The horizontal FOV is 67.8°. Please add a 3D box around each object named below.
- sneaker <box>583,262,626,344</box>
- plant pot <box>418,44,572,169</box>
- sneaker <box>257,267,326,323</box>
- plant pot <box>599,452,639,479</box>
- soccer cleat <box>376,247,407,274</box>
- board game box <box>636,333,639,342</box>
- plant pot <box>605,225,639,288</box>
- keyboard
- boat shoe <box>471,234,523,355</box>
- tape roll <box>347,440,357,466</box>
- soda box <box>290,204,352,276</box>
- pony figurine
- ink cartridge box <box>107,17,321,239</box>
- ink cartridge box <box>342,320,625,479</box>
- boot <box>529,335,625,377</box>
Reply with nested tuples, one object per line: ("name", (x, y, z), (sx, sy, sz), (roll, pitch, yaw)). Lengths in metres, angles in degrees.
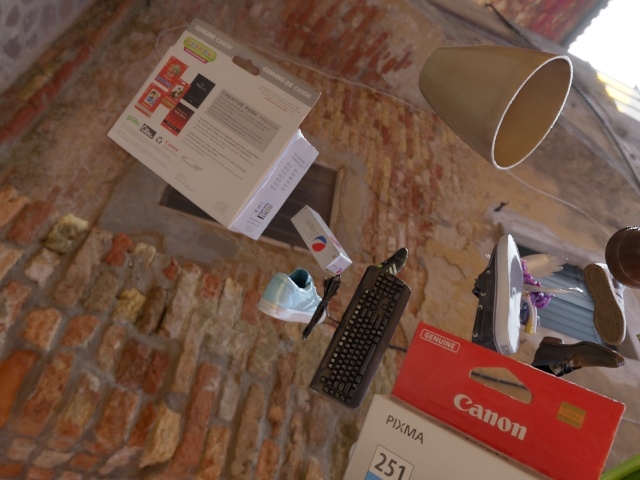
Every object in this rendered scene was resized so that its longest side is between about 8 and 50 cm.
("sneaker", (1.017, 0.213, 1.662), (0.099, 0.153, 0.282), (-21, -104, 50))
("plant pot", (0.369, -0.338, 1.093), (0.274, 0.257, 0.256), (42, -63, 35))
("sneaker", (-0.051, 0.168, 1.481), (0.150, 0.135, 0.366), (-64, 158, 3))
("plant pot", (0.454, 0.474, 0.631), (0.228, 0.207, 0.227), (-43, -176, 18))
("soccer cleat", (0.237, 0.094, 1.668), (0.178, 0.072, 0.060), (-54, -153, 8))
("board game box", (0.953, 0.349, 1.238), (0.124, 0.039, 0.259), (-29, -108, 26))
("plant pot", (0.829, 0.034, 1.171), (0.165, 0.167, 0.166), (82, 27, -83))
("keyboard", (0.062, 0.197, 1.089), (0.317, 0.202, 0.033), (-62, 167, -17))
("boat shoe", (0.292, 0.088, 0.803), (0.076, 0.080, 0.228), (-13, -133, 37))
("tape roll", (0.198, 0.722, 1.414), (0.246, 0.246, 0.169), (-125, -141, -74))
("soda box", (0.000, 0.000, 1.364), (0.069, 0.074, 0.216), (-42, -127, 10))
("pony figurine", (0.814, 0.195, 1.913), (0.302, 0.351, 0.363), (-72, 164, -65))
("ink cartridge box", (-0.172, -0.201, 0.862), (0.271, 0.309, 0.130), (-54, 163, 2))
("ink cartridge box", (0.206, 0.278, 0.643), (0.296, 0.066, 0.261), (19, -96, 34))
("boot", (0.632, 0.310, 1.190), (0.106, 0.082, 0.219), (-43, -165, -22))
